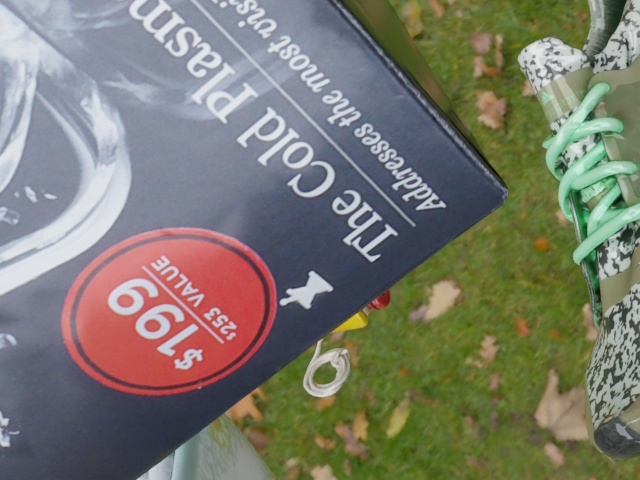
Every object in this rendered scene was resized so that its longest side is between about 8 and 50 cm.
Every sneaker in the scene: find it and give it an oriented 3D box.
[{"bbox_3d":[0.196,-0.052,0.759,0.182,0.410,0.158,25,145,-10],"label":"sneaker"}]

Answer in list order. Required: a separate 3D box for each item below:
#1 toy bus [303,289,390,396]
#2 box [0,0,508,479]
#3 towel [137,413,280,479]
[{"bbox_3d":[-0.002,-0.008,0.937,0.104,0.191,0.202,48,176,-35],"label":"toy bus"},{"bbox_3d":[-0.174,-0.061,0.368,0.312,0.179,0.343,-38,127,14],"label":"box"},{"bbox_3d":[-0.091,0.334,0.995,0.090,0.374,0.320,-16,132,17],"label":"towel"}]
